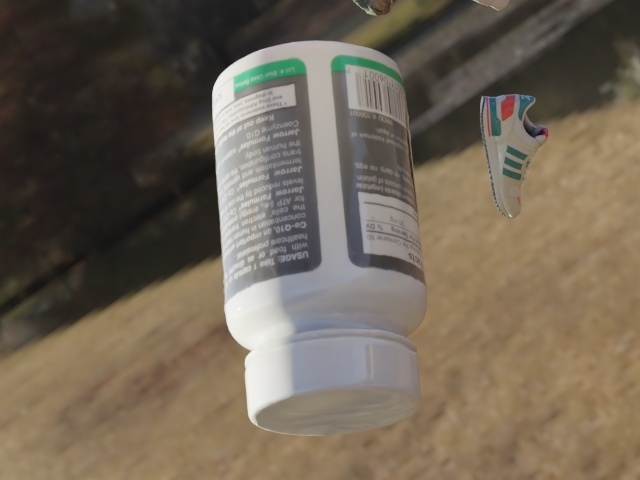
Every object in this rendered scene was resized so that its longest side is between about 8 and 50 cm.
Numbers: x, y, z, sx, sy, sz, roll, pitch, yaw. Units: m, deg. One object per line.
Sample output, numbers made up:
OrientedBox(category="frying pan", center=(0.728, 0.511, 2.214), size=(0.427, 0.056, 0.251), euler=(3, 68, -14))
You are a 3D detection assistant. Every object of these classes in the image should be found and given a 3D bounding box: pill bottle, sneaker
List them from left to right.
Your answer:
OrientedBox(category="pill bottle", center=(0.000, 0.000, 1.954), size=(0.204, 0.361, 0.204), euler=(-4, -20, -1))
OrientedBox(category="sneaker", center=(0.234, -0.100, 2.289), size=(0.075, 0.161, 0.057), euler=(-9, 27, 9))

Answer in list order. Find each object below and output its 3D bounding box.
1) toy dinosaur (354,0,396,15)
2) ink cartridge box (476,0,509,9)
OrientedBox(category="toy dinosaur", center=(0.010, -0.256, 1.152), size=(0.118, 0.268, 0.064), euler=(-25, -33, -3))
OrientedBox(category="ink cartridge box", center=(0.018, -0.325, 1.729), size=(0.226, 0.306, 0.131), euler=(3, -72, -63))
